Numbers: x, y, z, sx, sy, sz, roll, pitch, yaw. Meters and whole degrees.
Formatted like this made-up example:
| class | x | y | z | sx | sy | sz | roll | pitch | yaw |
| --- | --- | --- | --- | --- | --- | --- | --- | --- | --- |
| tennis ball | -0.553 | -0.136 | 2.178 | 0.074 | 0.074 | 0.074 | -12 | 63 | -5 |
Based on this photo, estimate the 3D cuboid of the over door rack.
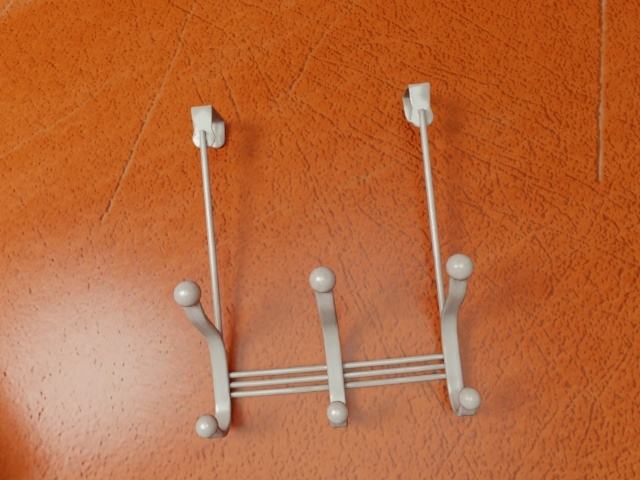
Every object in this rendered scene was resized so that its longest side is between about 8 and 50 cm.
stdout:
| class | x | y | z | sx | sy | sz | roll | pitch | yaw |
| --- | --- | --- | --- | --- | --- | --- | --- | --- | --- |
| over door rack | 0.000 | 0.000 | 0.444 | 0.240 | 0.108 | 0.323 | -5 | 75 | 1 |
